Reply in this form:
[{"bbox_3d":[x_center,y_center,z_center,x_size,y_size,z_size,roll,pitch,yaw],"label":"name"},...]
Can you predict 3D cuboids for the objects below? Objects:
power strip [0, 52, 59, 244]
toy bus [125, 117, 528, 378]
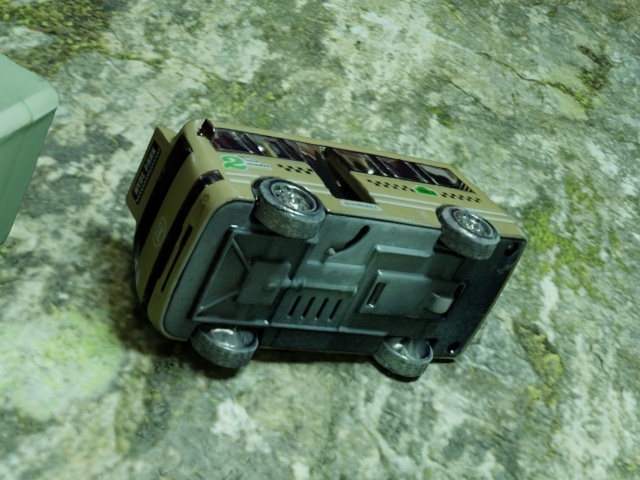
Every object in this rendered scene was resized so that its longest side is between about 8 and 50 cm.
[{"bbox_3d":[-0.288,-0.041,0.819,0.139,0.140,0.224,32,29,6],"label":"power strip"},{"bbox_3d":[0.000,0.000,0.992,0.289,0.139,0.157,6,32,-35],"label":"toy bus"}]
